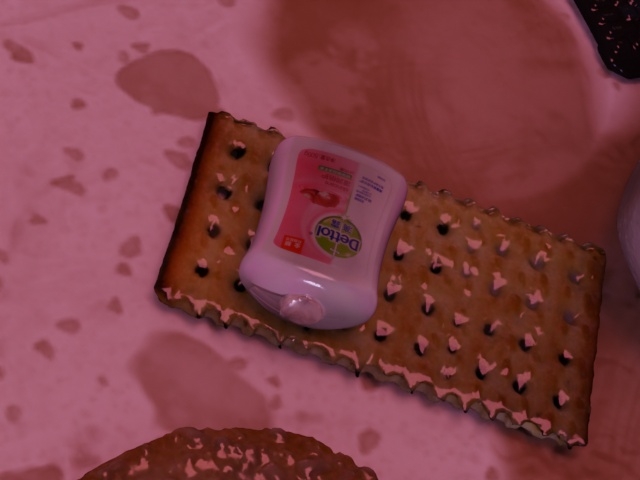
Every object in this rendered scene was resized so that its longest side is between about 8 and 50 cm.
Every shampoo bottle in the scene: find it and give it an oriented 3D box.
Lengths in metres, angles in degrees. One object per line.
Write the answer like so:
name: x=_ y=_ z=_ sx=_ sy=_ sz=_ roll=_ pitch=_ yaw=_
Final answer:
shampoo bottle: x=0.000 y=0.000 z=0.858 sx=0.072 sy=0.043 sz=0.099 roll=20 pitch=50 yaw=-4

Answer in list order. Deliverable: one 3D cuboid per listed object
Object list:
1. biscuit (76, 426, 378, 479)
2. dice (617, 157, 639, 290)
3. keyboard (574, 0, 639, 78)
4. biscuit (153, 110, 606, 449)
biscuit: x=-0.031 y=0.178 z=0.747 sx=0.220 sy=0.033 sz=0.220 roll=9 pitch=55 yaw=-13
dice: x=0.356 y=-0.052 z=0.885 sx=0.304 sy=0.304 sz=0.277 roll=33 pitch=50 yaw=3
keyboard: x=0.276 y=-0.158 z=1.114 sx=0.262 sy=0.016 sz=0.106 roll=-9 pitch=60 yaw=-26
biscuit: x=0.036 y=0.019 z=0.896 sx=0.231 sy=0.016 sz=0.139 roll=19 pitch=51 yaw=-7
